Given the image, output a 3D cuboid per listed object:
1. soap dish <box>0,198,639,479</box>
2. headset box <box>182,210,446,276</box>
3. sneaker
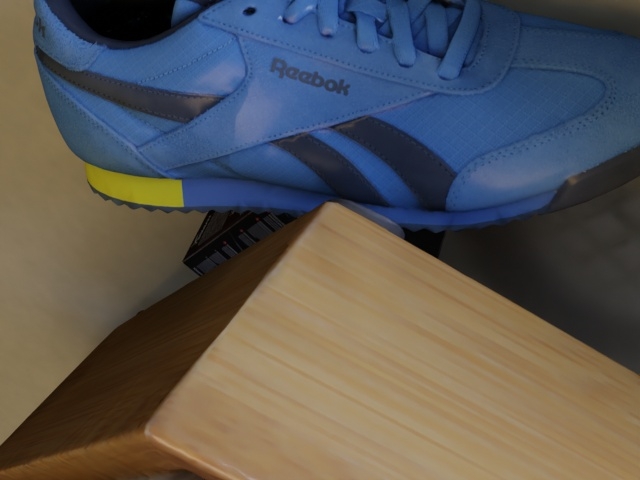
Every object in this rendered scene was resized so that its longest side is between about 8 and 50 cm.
[{"bbox_3d":[0.016,0.100,0.465,0.229,0.118,0.291,29,160,-14],"label":"soap dish"},{"bbox_3d":[0.000,0.000,0.504,0.062,0.032,0.083,39,135,-17],"label":"headset box"},{"bbox_3d":[0.005,-0.055,0.422,0.209,0.069,0.082,3,130,22],"label":"sneaker"}]
